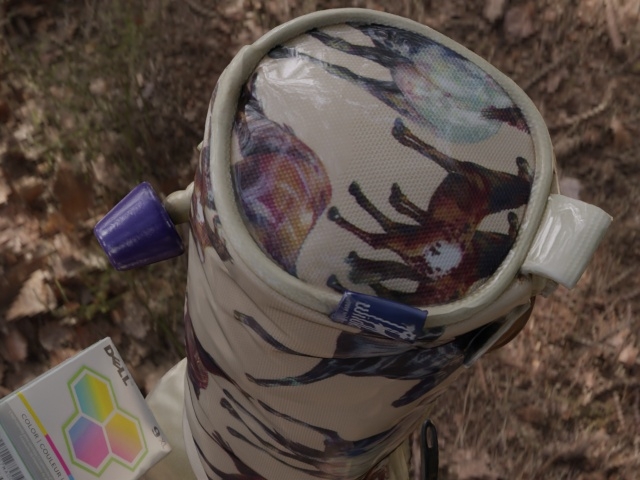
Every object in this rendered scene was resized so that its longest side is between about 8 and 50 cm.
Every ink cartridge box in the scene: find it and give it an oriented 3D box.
[{"bbox_3d":[-0.186,0.149,0.978,0.062,0.209,0.109,-28,93,28],"label":"ink cartridge box"}]

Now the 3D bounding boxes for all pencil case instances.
[{"bbox_3d":[0.011,0.056,0.713,0.183,0.410,0.160,38,64,12],"label":"pencil case"}]

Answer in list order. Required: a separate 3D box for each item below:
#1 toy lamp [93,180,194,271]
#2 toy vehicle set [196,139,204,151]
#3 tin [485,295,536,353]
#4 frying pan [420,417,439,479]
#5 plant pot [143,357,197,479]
[{"bbox_3d":[-0.081,-0.057,1.157,0.274,0.080,0.080,-29,63,-5],"label":"toy lamp"},{"bbox_3d":[0.000,0.000,1.236,0.035,0.166,0.267,-46,73,1],"label":"toy vehicle set"},{"bbox_3d":[0.070,0.028,0.939,0.189,0.040,0.106,8,93,3],"label":"tin"},{"bbox_3d":[0.149,0.450,1.908,0.197,0.326,0.053,-37,25,-24],"label":"frying pan"},{"bbox_3d":[-0.098,0.302,1.732,0.284,0.284,0.191,-30,42,-12],"label":"plant pot"}]
